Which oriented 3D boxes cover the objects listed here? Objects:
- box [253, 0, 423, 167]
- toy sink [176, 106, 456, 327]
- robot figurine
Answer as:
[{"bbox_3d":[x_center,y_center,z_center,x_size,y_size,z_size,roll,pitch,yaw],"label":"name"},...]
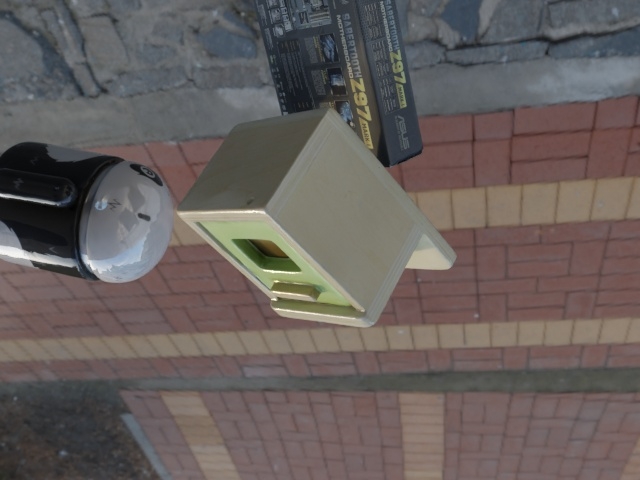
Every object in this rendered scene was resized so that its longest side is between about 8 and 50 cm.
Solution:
[{"bbox_3d":[0.014,-0.202,0.820,0.183,0.059,0.233,11,122,53],"label":"box"},{"bbox_3d":[0.000,0.000,0.734,0.152,0.131,0.234,2,145,49],"label":"toy sink"},{"bbox_3d":[-0.336,-0.042,0.988,0.278,0.209,0.174,11,119,12],"label":"robot figurine"}]
